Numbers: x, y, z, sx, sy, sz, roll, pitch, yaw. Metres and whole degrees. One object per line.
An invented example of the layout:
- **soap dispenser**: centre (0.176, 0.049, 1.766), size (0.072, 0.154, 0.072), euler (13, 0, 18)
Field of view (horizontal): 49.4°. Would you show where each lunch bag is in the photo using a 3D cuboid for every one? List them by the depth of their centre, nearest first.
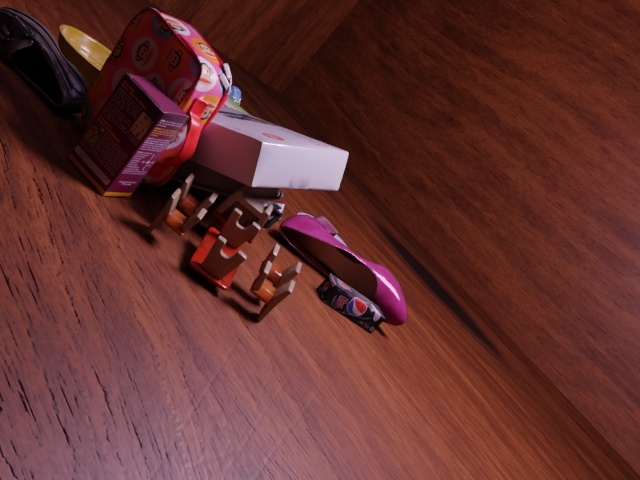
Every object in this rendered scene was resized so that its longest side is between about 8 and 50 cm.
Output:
- **lunch bag**: centre (-0.304, -0.252, 1.296), size (0.258, 0.293, 0.120), euler (51, 23, 25)

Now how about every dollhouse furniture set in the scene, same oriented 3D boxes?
- **dollhouse furniture set**: centre (-0.176, 0.006, 1.293), size (0.262, 0.135, 0.259), euler (40, 24, -11)

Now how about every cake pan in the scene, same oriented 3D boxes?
- **cake pan**: centre (-0.218, -0.158, 1.521), size (0.293, 0.054, 0.293), euler (15, 14, -4)

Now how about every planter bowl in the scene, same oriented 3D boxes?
- **planter bowl**: centre (-0.507, -0.371, 1.541), size (0.217, 0.090, 0.217), euler (40, 13, -11)

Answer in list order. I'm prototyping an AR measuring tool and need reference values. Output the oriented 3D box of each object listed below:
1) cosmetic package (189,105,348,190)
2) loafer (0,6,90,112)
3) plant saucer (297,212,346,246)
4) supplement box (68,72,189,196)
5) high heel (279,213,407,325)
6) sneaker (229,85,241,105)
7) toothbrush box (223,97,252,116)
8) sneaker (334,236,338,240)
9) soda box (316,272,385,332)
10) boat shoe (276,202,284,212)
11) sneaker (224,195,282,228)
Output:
- **cosmetic package**: centre (-0.174, -0.207, 1.452), size (0.377, 0.097, 0.284), euler (25, 18, 32)
- **loafer**: centre (-0.557, -0.356, 1.350), size (0.267, 0.096, 0.084), euler (45, 18, 2)
- **plant saucer**: centre (0.000, 0.000, 1.942), size (0.195, 0.037, 0.195), euler (37, 17, -14)
- **supplement box**: centre (-0.331, -0.178, 1.198), size (0.104, 0.188, 0.081), euler (45, 17, 13)
- **high heel**: centre (0.051, 0.083, 1.726), size (0.377, 0.127, 0.181), euler (43, 26, 20)
- **sneaker**: centre (-0.308, -0.447, 2.314), size (0.091, 0.126, 0.240), euler (25, 21, -52)
- **toothbrush box**: centre (-0.304, -0.348, 2.015), size (0.206, 0.122, 0.283), euler (39, 14, -11)
- **sneaker**: centre (0.060, 0.031, 2.027), size (0.118, 0.042, 0.067), euler (40, 9, -19)
- **soda box**: centre (0.073, 0.150, 1.646), size (0.169, 0.053, 0.060), euler (35, 14, -27)
- **boat shoe**: centre (-0.120, -0.082, 1.898), size (0.035, 0.035, 0.100), euler (14, 20, -2)
- **sneaker**: centre (-0.165, -0.100, 1.697), size (0.130, 0.087, 0.227), euler (38, 16, -25)
